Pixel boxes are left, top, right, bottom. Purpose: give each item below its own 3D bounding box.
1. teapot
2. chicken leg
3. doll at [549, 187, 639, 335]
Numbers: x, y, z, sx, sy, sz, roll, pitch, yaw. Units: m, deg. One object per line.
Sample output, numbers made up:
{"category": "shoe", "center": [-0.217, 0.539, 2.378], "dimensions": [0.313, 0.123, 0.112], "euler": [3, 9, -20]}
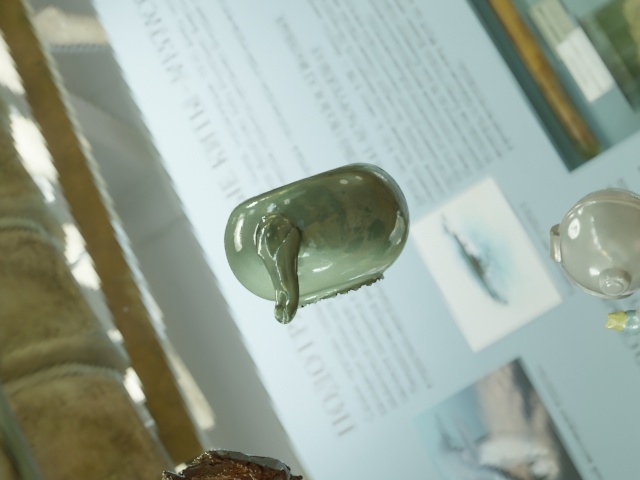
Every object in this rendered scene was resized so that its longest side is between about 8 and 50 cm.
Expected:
{"category": "teapot", "center": [0.000, 0.000, 1.388], "dimensions": [0.294, 0.193, 0.129], "euler": [-17, -90, -69]}
{"category": "chicken leg", "center": [-0.124, 0.326, 1.903], "dimensions": [0.219, 0.048, 0.089], "euler": [12, -163, -24]}
{"category": "doll", "center": [0.356, 0.023, 1.260], "dimensions": [0.287, 0.150, 0.151], "euler": [14, -165, 4]}
